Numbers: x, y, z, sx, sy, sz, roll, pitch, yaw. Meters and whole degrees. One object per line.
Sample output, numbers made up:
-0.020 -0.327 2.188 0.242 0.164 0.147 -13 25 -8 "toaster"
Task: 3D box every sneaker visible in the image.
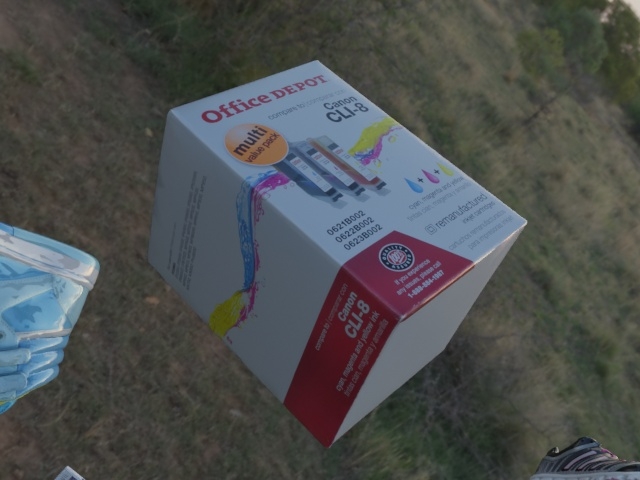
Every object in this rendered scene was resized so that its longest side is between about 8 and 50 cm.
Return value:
0.286 0.232 0.703 0.063 0.170 0.075 51 48 -14 "sneaker"
-0.390 0.078 0.741 0.319 0.127 0.208 25 71 -48 "sneaker"

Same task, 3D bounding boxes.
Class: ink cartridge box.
0.000 0.000 0.426 0.176 0.127 0.128 41 46 21 "ink cartridge box"

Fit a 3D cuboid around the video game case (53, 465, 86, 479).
-0.393 0.435 1.136 0.122 0.087 0.011 43 2 -8 "video game case"
